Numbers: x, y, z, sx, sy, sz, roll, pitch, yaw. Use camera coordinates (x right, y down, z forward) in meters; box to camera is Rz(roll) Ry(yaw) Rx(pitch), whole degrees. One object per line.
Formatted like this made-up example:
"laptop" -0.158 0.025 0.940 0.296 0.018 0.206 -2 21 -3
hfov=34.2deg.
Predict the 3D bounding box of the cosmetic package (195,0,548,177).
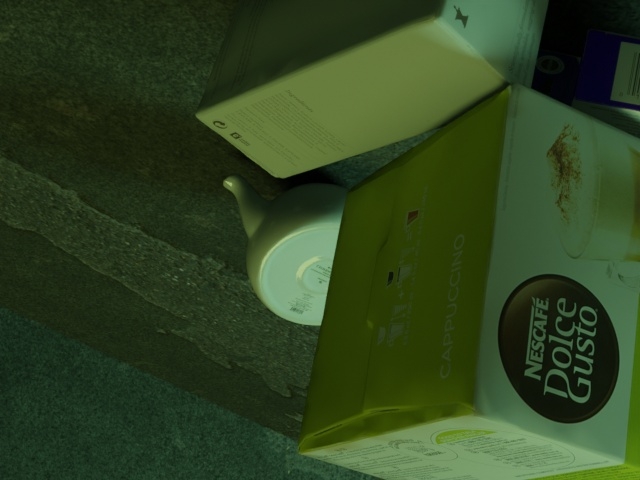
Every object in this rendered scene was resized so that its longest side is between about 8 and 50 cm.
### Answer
"cosmetic package" 0.055 -0.228 1.165 0.385 0.217 0.156 -10 143 46

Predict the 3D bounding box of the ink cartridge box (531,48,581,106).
"ink cartridge box" 0.423 -0.131 1.293 0.371 0.069 0.175 15 153 10

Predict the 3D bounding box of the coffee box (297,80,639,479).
"coffee box" 0.217 0.091 1.122 0.335 0.337 0.338 21 156 -22

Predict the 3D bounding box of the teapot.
"teapot" 0.000 0.000 1.670 0.253 0.187 0.256 -14 129 4

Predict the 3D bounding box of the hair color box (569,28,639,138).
"hair color box" 0.371 -0.087 1.217 0.185 0.110 0.338 13 151 11
